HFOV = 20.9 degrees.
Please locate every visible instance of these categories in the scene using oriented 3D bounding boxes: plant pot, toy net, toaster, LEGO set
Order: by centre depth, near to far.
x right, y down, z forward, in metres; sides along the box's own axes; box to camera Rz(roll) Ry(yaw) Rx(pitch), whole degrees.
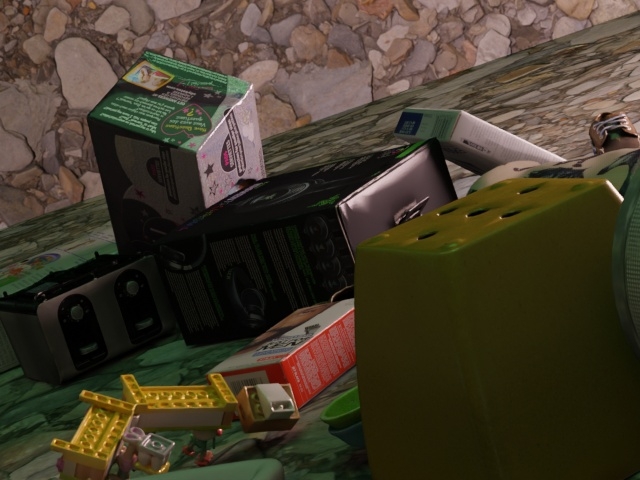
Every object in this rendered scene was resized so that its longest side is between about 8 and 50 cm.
[{"bbox_3d":[0.140,0.065,1.243,0.212,0.187,0.212,-23,11,-22],"label":"plant pot"},{"bbox_3d":[-0.142,0.190,1.448,0.132,0.107,0.287,26,27,23],"label":"LEGO set"},{"bbox_3d":[0.062,0.114,1.461,0.122,0.045,0.232,-31,8,5],"label":"toy net"},{"bbox_3d":[-0.287,0.089,2.082,0.168,0.110,0.185,-24,12,-28],"label":"toaster"}]

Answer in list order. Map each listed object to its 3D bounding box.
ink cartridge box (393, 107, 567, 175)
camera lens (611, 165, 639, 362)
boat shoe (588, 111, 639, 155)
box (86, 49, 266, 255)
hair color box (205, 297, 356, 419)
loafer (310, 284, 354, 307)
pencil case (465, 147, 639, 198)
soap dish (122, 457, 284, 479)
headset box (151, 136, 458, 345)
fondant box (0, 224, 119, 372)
[{"bbox_3d":[0.221,-0.098,2.094,0.224,0.045,0.223,22,-1,-15],"label":"ink cartridge box"},{"bbox_3d":[0.325,0.019,1.059,0.219,0.219,0.274,-22,11,-17],"label":"camera lens"},{"bbox_3d":[0.357,-0.120,2.122,0.066,0.066,0.183,-19,10,1],"label":"boat shoe"},{"bbox_3d":[-0.167,-0.081,2.133,0.163,0.247,0.142,19,52,22],"label":"box"},{"bbox_3d":[-0.022,0.111,1.659,0.093,0.053,0.167,-13,11,35],"label":"hair color box"},{"bbox_3d":[0.029,0.071,1.776,0.056,0.050,0.148,-25,12,-30],"label":"loafer"},{"bbox_3d":[0.296,-0.006,1.408,0.410,0.160,0.183,-7,26,50],"label":"pencil case"},{"bbox_3d":[-0.154,0.241,1.056,0.290,0.118,0.229,-13,12,28],"label":"soap dish"},{"bbox_3d":[0.000,0.000,1.970,0.283,0.131,0.246,-11,14,36],"label":"headset box"},{"bbox_3d":[-0.335,0.067,2.322,0.330,0.096,0.238,-21,11,-17],"label":"fondant box"}]
